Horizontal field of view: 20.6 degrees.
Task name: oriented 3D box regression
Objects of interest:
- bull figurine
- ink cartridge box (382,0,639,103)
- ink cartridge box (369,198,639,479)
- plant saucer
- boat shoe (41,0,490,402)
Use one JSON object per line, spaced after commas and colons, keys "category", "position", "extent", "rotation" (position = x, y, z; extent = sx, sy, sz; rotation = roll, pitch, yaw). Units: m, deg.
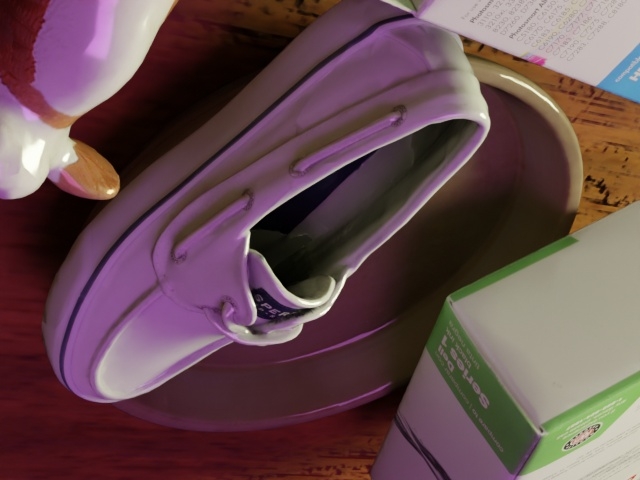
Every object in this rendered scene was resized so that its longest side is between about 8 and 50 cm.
{"category": "bull figurine", "position": [-0.066, -0.157, 0.537], "extent": [0.101, 0.188, 0.310], "rotation": [9, 133, -36]}
{"category": "ink cartridge box", "position": [0.074, -0.131, 0.719], "extent": [0.181, 0.104, 0.061], "rotation": [14, 129, -40]}
{"category": "ink cartridge box", "position": [0.130, 0.088, 0.982], "extent": [0.160, 0.092, 0.219], "rotation": [-25, 157, -24]}
{"category": "plant saucer", "position": [0.000, 0.000, 0.897], "extent": [0.278, 0.041, 0.278], "rotation": [-15, 142, -12]}
{"category": "boat shoe", "position": [-0.030, 0.001, 0.776], "extent": [0.095, 0.084, 0.258], "rotation": [15, 128, -41]}
